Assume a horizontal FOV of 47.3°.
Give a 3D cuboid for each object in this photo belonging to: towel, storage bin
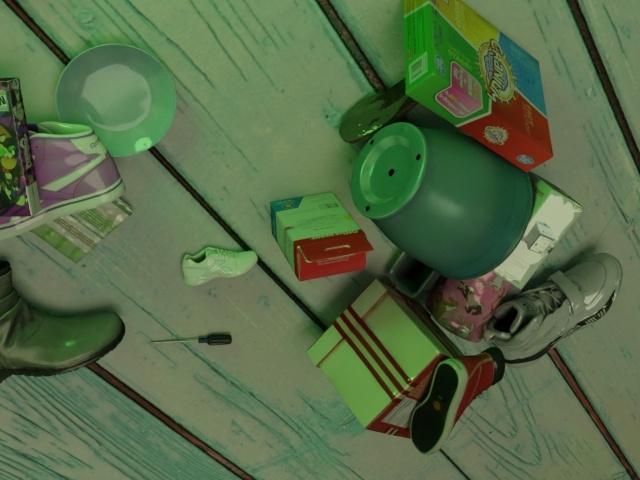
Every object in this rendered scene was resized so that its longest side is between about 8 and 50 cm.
[{"bbox_3d":[-0.428,-0.041,1.309,0.152,0.023,0.113,-40,123,8],"label":"towel"},{"bbox_3d":[0.224,0.048,1.583,0.091,0.098,0.135,8,119,-57],"label":"storage bin"}]

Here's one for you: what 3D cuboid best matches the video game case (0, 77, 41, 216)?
[{"bbox_3d":[-0.559,-0.138,1.114,0.232,0.042,0.210,0,110,3],"label":"video game case"}]

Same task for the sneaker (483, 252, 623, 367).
[{"bbox_3d":[0.537,0.147,1.704,0.366,0.137,0.210,-43,142,11],"label":"sneaker"}]

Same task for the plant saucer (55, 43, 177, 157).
[{"bbox_3d":[-0.339,-0.235,1.214,0.194,0.037,0.195,-10,123,-17],"label":"plant saucer"}]

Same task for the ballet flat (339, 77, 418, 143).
[{"bbox_3d":[0.144,-0.260,1.373,0.250,0.084,0.058,-39,149,0],"label":"ballet flat"}]

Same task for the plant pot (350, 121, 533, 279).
[{"bbox_3d":[0.206,-0.091,1.354,0.255,0.272,0.272,22,110,-38],"label":"plant pot"}]

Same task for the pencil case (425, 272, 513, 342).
[{"bbox_3d":[0.382,0.039,1.592,0.167,0.160,0.386,27,107,-17],"label":"pencil case"}]

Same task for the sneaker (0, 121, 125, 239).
[{"bbox_3d":[-0.480,-0.107,1.192,0.282,0.102,0.161,-21,122,0],"label":"sneaker"}]

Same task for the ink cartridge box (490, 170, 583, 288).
[{"bbox_3d":[0.396,-0.022,1.407,0.082,0.140,0.191,29,106,-12],"label":"ink cartridge box"}]

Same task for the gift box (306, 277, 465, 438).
[{"bbox_3d":[0.150,0.260,1.580,0.255,0.258,0.276,-44,145,6],"label":"gift box"}]

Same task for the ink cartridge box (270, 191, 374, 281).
[{"bbox_3d":[0.000,0.000,1.370,0.134,0.231,0.078,-10,122,-16],"label":"ink cartridge box"}]

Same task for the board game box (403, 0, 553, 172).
[{"bbox_3d":[0.282,-0.294,1.305,0.316,0.242,0.064,24,143,-32],"label":"board game box"}]

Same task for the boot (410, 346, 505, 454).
[{"bbox_3d":[0.287,0.326,1.485,0.176,0.088,0.244,-8,130,-38],"label":"boot"}]

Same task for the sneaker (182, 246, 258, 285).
[{"bbox_3d":[-0.197,0.042,1.428,0.152,0.054,0.061,-15,121,-12],"label":"sneaker"}]

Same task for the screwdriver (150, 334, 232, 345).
[{"bbox_3d":[-0.267,0.211,1.519,0.169,0.025,0.024,-3,120,-21],"label":"screwdriver"}]

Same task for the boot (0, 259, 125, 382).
[{"bbox_3d":[-0.537,0.134,1.317,0.338,0.118,0.223,-15,119,-18],"label":"boot"}]
